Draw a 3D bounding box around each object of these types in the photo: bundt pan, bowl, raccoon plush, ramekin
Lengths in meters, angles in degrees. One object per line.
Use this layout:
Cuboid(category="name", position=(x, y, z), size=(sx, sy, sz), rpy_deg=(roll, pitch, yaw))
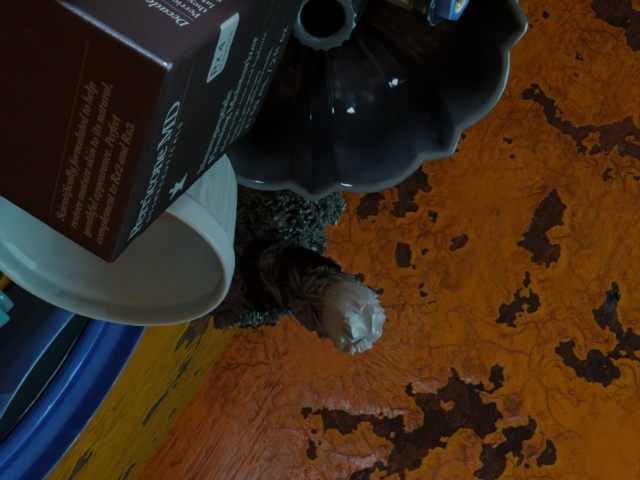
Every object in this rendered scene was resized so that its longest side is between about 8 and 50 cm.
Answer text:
Cuboid(category="bundt pan", position=(-0.001, -0.205, 0.857), size=(0.124, 0.330, 0.331), rpy_deg=(-95, -150, -59))
Cuboid(category="bowl", position=(-0.310, 0.148, 1.148), size=(0.391, 0.077, 0.391), rpy_deg=(-58, 174, -9))
Cuboid(category="raccoon plush", position=(0.000, 0.000, 1.329), size=(0.299, 0.446, 0.216), rpy_deg=(-26, 136, -33))
Cuboid(category="ramekin", position=(-0.165, -0.028, 0.837), size=(0.207, 0.207, 0.109), rpy_deg=(114, -12, -55))

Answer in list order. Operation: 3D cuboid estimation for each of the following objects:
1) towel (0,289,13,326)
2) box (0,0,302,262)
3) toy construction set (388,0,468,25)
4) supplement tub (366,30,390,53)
Cuboid(category="towel", position=(-0.344, 0.094, 0.738), size=(0.271, 0.040, 0.370), rpy_deg=(-57, 174, -21))
Cuboid(category="box", position=(-0.136, -0.132, 0.681), size=(0.203, 0.167, 0.168), rpy_deg=(-53, 172, -48))
Cuboid(category="toy construction set", position=(0.079, -0.256, 0.640), size=(0.327, 0.151, 0.215), rpy_deg=(15, 102, -53))
Cuboid(category="supplement tub", position=(0.074, -0.339, 1.064), size=(0.331, 0.241, 0.241), rpy_deg=(-58, 175, -11))
